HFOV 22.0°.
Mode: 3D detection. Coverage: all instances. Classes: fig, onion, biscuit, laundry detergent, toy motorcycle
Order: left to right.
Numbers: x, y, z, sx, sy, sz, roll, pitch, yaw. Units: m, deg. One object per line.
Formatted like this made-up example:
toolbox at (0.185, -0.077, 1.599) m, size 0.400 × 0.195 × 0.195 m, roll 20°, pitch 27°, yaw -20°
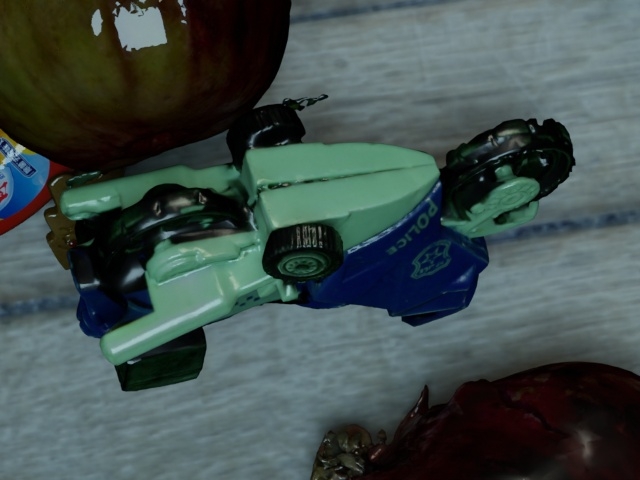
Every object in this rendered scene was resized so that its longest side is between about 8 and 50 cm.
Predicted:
laundry detergent at (-0.246, -0.039, 1.133) m, size 0.165 × 0.049 × 0.097 m, roll -41°, pitch 101°, yaw 8°
fig at (-0.152, -0.208, 1.036) m, size 0.217 × 0.217 × 0.320 m, roll -24°, pitch 85°, yaw 4°
biscuit at (-0.161, -0.015, 1.142) m, size 0.082 × 0.016 × 0.092 m, roll 11°, pitch 121°, yaw -38°
toy motorcycle at (0.000, 0.000, 1.065) m, size 0.331 × 0.196 × 0.125 m, roll -12°, pitch 63°, yaw -16°
onion at (0.143, 0.199, 1.125) m, size 0.281 × 0.281 × 0.221 m, roll -34°, pitch 145°, yaw 6°
